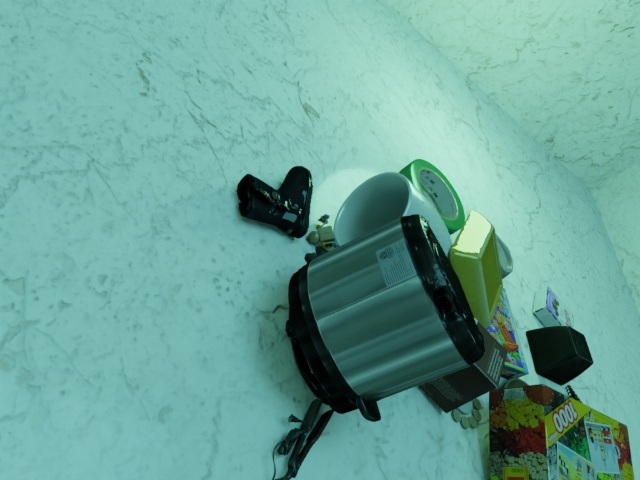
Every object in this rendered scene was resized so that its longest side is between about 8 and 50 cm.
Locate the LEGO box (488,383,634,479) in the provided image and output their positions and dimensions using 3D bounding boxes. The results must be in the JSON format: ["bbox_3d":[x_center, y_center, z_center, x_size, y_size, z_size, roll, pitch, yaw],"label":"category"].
[{"bbox_3d":[0.734,0.690,1.551,0.499,0.193,0.373,28,56,-29],"label":"LEGO box"}]

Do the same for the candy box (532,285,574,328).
[{"bbox_3d":[1.035,0.328,2.286,0.196,0.070,0.165,47,38,-7],"label":"candy box"}]

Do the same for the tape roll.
[{"bbox_3d":[0.432,-0.164,2.008,0.321,0.077,0.322,28,44,-31],"label":"tape roll"}]

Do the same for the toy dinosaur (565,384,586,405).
[{"bbox_3d":[0.994,0.716,1.928,0.322,0.164,0.218,49,19,24],"label":"toy dinosaur"}]

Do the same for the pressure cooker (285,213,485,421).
[{"bbox_3d":[0.117,0.171,1.195,0.376,0.420,0.370,60,15,-13],"label":"pressure cooker"}]

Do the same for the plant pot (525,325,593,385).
[{"bbox_3d":[0.957,0.440,2.045,0.188,0.167,0.188,27,45,-28],"label":"plant pot"}]

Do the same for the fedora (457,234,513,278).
[{"bbox_3d":[0.676,0.059,2.064,0.243,0.124,0.276,25,42,-32],"label":"fedora"}]

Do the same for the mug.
[{"bbox_3d":[0.232,0.040,1.539,0.328,0.276,0.374,39,56,-34],"label":"mug"}]

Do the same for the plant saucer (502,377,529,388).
[{"bbox_3d":[0.695,0.607,1.749,0.277,0.041,0.278,27,44,-30],"label":"plant saucer"}]

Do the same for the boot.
[{"bbox_3d":[-0.125,-0.142,1.427,0.207,0.094,0.247,26,52,-36],"label":"boot"}]

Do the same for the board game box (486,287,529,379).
[{"bbox_3d":[0.610,0.304,1.861,0.233,0.078,0.347,24,47,-32],"label":"board game box"}]

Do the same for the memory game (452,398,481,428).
[{"bbox_3d":[0.436,0.489,1.594,0.186,0.012,0.186,26,46,-31],"label":"memory game"}]

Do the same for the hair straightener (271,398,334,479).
[{"bbox_3d":[-0.053,0.424,1.121,0.089,0.047,0.230,49,43,-5],"label":"hair straightener"}]

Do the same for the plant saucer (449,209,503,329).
[{"bbox_3d":[0.519,0.108,1.667,0.333,0.080,0.333,-45,125,-51],"label":"plant saucer"}]

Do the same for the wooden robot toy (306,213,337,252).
[{"bbox_3d":[0.000,0.000,1.494,0.078,0.076,0.174,-10,64,-11],"label":"wooden robot toy"}]

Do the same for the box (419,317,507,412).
[{"bbox_3d":[0.394,0.354,1.488,0.167,0.203,0.168,46,39,2],"label":"box"}]
